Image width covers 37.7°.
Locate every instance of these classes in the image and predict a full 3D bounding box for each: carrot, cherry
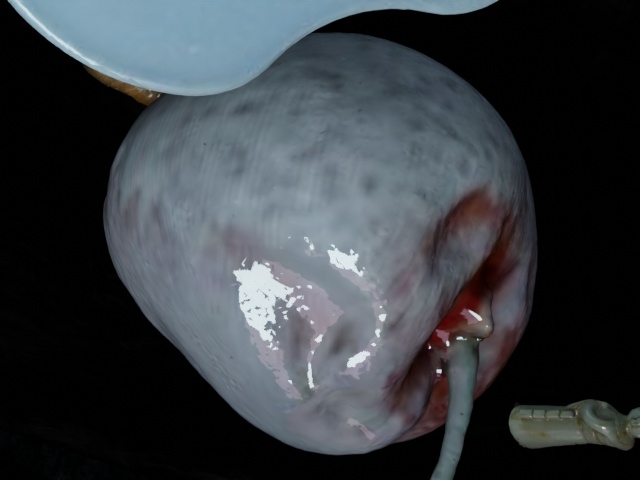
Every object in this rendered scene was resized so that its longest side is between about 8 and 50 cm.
[{"bbox_3d":[-0.129,-0.123,0.803,0.165,0.036,0.035,28,151,-24],"label":"carrot"},{"bbox_3d":[-0.003,-0.004,0.678,0.335,0.291,0.326,30,171,6],"label":"cherry"}]

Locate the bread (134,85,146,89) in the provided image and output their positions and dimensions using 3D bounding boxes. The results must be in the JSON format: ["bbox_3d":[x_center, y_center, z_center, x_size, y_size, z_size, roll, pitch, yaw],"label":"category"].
[{"bbox_3d":[-0.130,-0.160,0.716,0.072,0.053,0.106,27,146,-25],"label":"bread"}]

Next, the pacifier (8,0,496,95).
[{"bbox_3d":[-0.027,-0.209,0.449,0.299,0.244,0.233,-19,-165,-9],"label":"pacifier"}]

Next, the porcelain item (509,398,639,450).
[{"bbox_3d":[0.339,0.227,1.153,0.084,0.054,0.213,34,149,-34],"label":"porcelain item"}]
